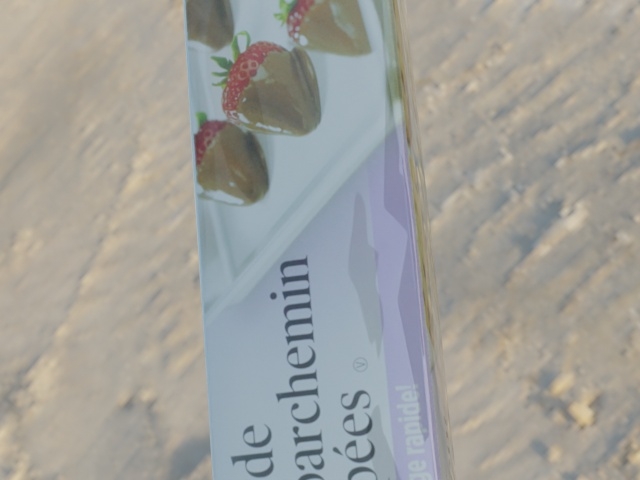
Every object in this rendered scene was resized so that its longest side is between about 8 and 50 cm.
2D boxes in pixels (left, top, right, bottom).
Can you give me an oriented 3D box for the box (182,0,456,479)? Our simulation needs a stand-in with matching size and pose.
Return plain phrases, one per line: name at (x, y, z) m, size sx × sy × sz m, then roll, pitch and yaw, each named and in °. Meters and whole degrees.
box at (0.000, 0.000, 0.453) m, size 0.063 × 0.067 × 0.324 m, roll -7°, pitch 73°, yaw 8°
